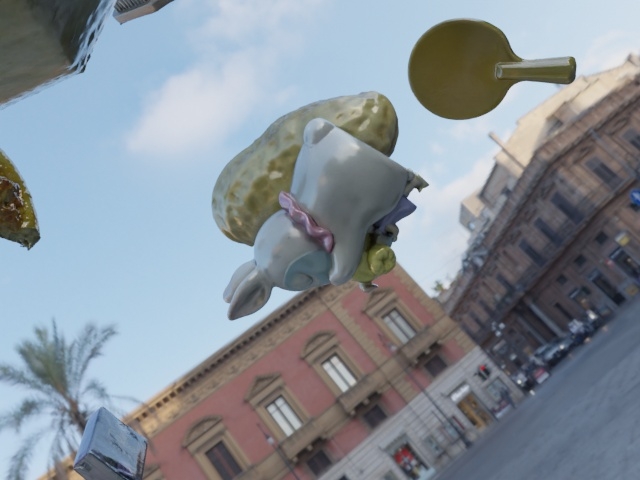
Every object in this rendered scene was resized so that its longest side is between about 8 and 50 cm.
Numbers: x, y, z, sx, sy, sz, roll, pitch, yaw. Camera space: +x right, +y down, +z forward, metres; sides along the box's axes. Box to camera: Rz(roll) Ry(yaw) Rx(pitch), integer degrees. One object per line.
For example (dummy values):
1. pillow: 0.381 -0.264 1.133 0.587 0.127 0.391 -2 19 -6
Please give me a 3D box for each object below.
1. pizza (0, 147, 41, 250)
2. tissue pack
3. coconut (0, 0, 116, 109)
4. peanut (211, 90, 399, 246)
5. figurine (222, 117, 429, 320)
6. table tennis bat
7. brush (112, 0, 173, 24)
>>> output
1. pizza: -0.491 -0.105 0.855 0.058 0.292 0.197 -34 5 15
2. tissue pack: -0.351 0.360 1.068 0.051 0.112 0.156 -43 17 1
3. coconut: -0.260 -0.190 0.309 0.323 0.323 0.323 -36 -20 -15
4. peanut: -0.027 -0.099 0.877 0.305 0.147 0.147 -39 -18 18
5. figurine: 0.000 0.000 0.706 0.155 0.127 0.236 23 -76 -35
6. table tennis bat: 0.330 -0.332 1.239 0.050 0.320 0.199 -57 -32 -62
7. brush: -0.251 -0.414 1.010 0.065 0.327 0.070 42 -115 -42
